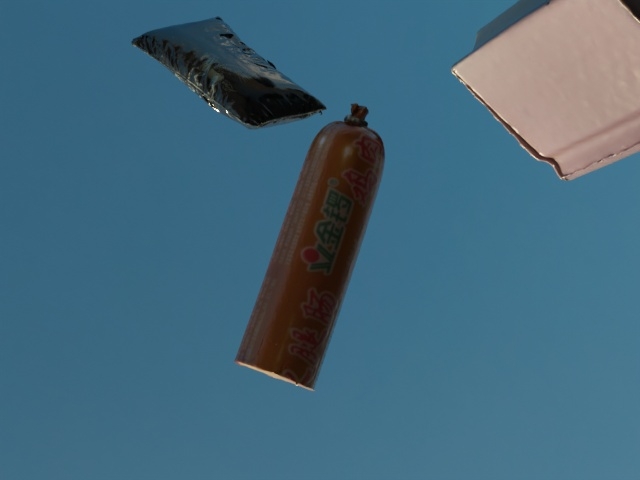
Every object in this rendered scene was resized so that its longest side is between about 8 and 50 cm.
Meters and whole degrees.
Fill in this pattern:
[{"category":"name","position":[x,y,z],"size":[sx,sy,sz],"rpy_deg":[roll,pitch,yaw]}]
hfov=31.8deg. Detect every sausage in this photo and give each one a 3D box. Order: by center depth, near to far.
[{"category":"sausage","position":[0.000,0.000,1.212],"size":[0.093,0.093,0.312],"rpy_deg":[24,-98,-37]}]

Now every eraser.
[{"category":"eraser","position":[0.390,-0.247,1.590],"size":[0.272,0.359,0.122],"rpy_deg":[43,-117,-8]}]

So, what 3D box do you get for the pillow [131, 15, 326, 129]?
[{"category":"pillow","position":[-0.109,-0.199,1.335],"size":[0.141,0.208,0.055],"rpy_deg":[-23,-36,-42]}]
